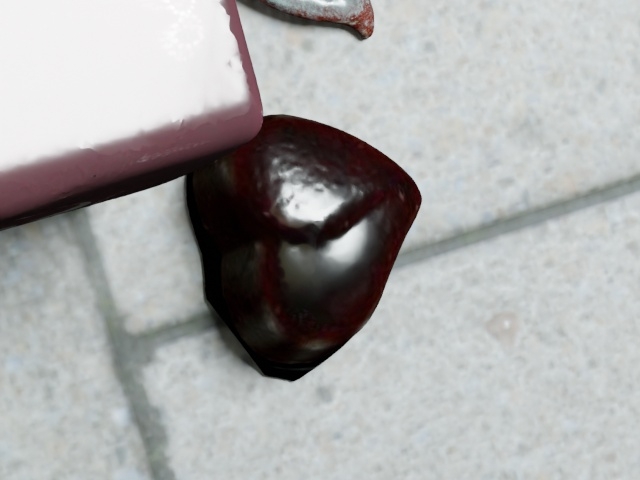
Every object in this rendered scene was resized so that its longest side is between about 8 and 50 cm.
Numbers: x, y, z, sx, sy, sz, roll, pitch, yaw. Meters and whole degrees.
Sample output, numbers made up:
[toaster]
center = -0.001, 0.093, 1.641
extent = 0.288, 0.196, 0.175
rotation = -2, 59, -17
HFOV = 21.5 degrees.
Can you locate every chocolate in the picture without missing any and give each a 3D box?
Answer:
[chocolate]
center = 0.000, 0.000, 0.916
extent = 0.125, 0.080, 0.148
rotation = -11, 89, -13

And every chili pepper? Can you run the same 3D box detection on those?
[chili pepper]
center = -0.029, -0.160, 0.935
extent = 0.153, 0.041, 0.050
rotation = 36, 123, -10

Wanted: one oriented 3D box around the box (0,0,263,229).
[box]
center = -0.157, -0.089, 0.784
extent = 0.167, 0.294, 0.193
rotation = -17, 93, -24
